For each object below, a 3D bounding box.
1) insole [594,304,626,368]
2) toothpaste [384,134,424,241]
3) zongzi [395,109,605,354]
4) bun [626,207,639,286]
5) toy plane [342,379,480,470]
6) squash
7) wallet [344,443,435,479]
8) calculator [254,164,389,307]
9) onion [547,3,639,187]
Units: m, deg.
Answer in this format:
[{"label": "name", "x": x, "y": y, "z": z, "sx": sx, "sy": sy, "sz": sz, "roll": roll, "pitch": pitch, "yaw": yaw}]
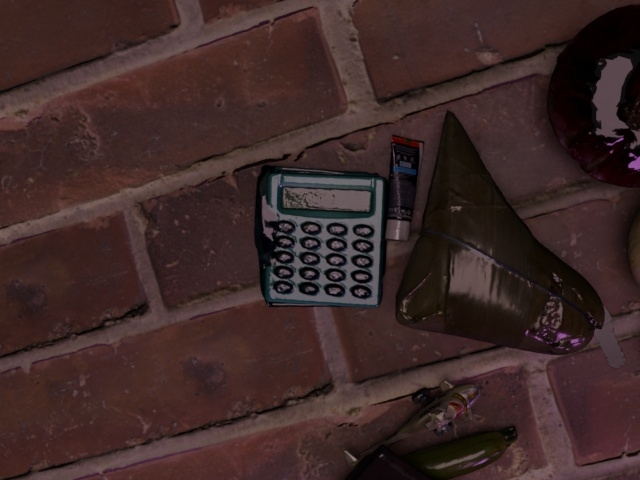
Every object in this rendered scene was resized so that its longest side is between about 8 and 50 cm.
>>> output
[{"label": "insole", "x": 0.526, "y": 0.173, "z": 1.511, "sx": 0.045, "sy": 0.002, "sz": 0.135, "roll": -25, "pitch": 90, "yaw": 10}, {"label": "toothpaste", "x": 0.154, "y": -0.095, "z": 1.512, "sx": 0.071, "sy": 0.045, "sz": 0.194, "roll": 7, "pitch": 87, "yaw": -25}, {"label": "zongzi", "x": 0.342, "y": -0.003, "z": 1.447, "sx": 0.356, "sy": 0.174, "sz": 0.393, "roll": 14, "pitch": 89, "yaw": 2}, {"label": "bun", "x": 0.618, "y": -0.007, "z": 1.429, "sx": 0.222, "sy": 0.127, "sz": 0.222, "roll": -6, "pitch": 105, "yaw": -22}, {"label": "toy plane", "x": 0.175, "y": 0.347, "z": 1.527, "sx": 0.286, "sy": 0.108, "sz": 0.092, "roll": -34, "pitch": 91, "yaw": 21}, {"label": "squash", "x": 0.251, "y": 0.408, "z": 1.533, "sx": 0.252, "sy": 0.066, "sz": 0.066, "roll": -20, "pitch": 91, "yaw": 9}, {"label": "wallet", "x": 0.157, "y": 0.488, "z": 1.522, "sx": 0.229, "sy": 0.049, "sz": 0.182, "roll": 32, "pitch": 123, "yaw": -6}, {"label": "calculator", "x": 0.000, "y": 0.000, "z": 1.543, "sx": 0.248, "sy": 0.058, "sz": 0.274, "roll": 3, "pitch": 95, "yaw": 8}, {"label": "onion", "x": 0.535, "y": -0.244, "z": 1.363, "sx": 0.313, "sy": 0.232, "sz": 0.314, "roll": 1, "pitch": 95, "yaw": 9}]
